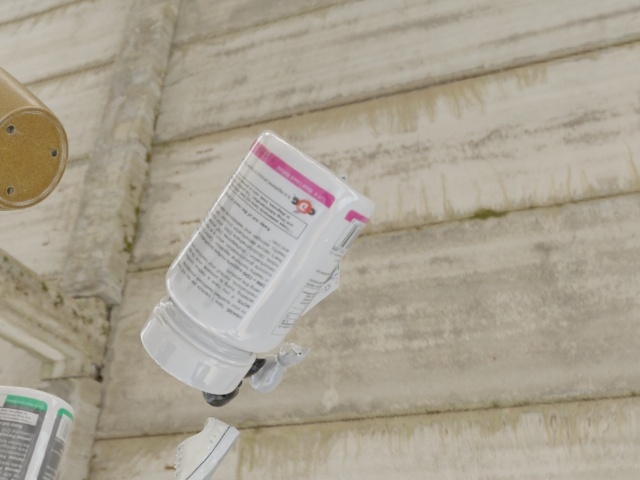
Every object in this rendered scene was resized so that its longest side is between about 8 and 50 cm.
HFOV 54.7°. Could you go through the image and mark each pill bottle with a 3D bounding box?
[{"bbox_3d":[-0.078,0.028,0.727,0.160,0.160,0.283,40,-82,35],"label":"pill bottle"},{"bbox_3d":[-0.643,0.493,1.234,0.204,0.204,0.360,-7,-127,16],"label":"pill bottle"}]

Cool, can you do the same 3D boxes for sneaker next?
[{"bbox_3d":[-0.271,0.475,1.309,0.091,0.094,0.258,28,-153,9],"label":"sneaker"}]

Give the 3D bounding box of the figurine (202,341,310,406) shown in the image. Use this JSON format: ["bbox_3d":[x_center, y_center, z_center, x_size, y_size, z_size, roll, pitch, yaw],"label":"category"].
[{"bbox_3d":[-0.148,0.306,1.473,0.209,0.215,0.092,-43,-118,45],"label":"figurine"}]

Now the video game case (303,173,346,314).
[{"bbox_3d":[0.000,0.000,0.932,0.022,0.173,0.190,7,-78,18],"label":"video game case"}]

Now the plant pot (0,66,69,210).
[{"bbox_3d":[-0.429,-0.130,0.714,0.255,0.237,0.237,18,-113,20],"label":"plant pot"}]
